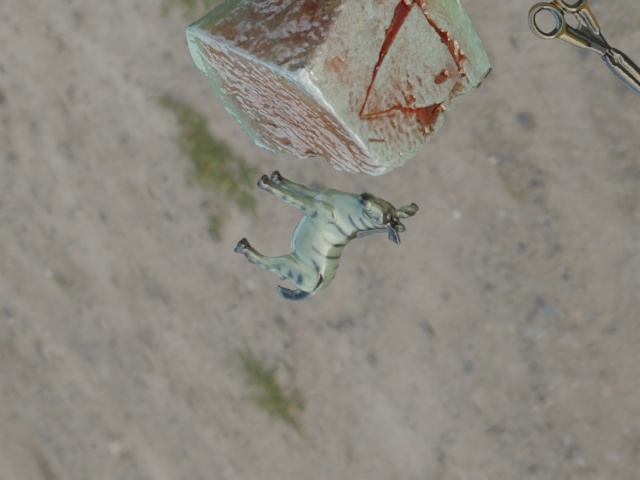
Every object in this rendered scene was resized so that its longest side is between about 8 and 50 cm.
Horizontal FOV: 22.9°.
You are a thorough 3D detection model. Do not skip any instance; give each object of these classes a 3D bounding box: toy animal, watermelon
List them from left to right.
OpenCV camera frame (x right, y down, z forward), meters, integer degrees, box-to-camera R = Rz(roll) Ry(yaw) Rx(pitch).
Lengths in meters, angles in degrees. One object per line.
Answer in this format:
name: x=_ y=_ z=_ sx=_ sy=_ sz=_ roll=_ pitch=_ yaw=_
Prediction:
toy animal: x=0.003 y=-0.004 z=1.797 sx=0.176 sy=0.073 sz=0.217 roll=30 pitch=131 yaw=10
watermelon: x=0.007 y=-0.145 z=1.494 sx=0.262 sy=0.201 sz=0.213 roll=-20 pitch=136 yaw=22

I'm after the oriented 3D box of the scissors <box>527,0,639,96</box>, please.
scissors: x=0.350 y=-0.227 z=1.919 sx=0.220 sy=0.088 sz=0.017 roll=41 pitch=176 yaw=-11
